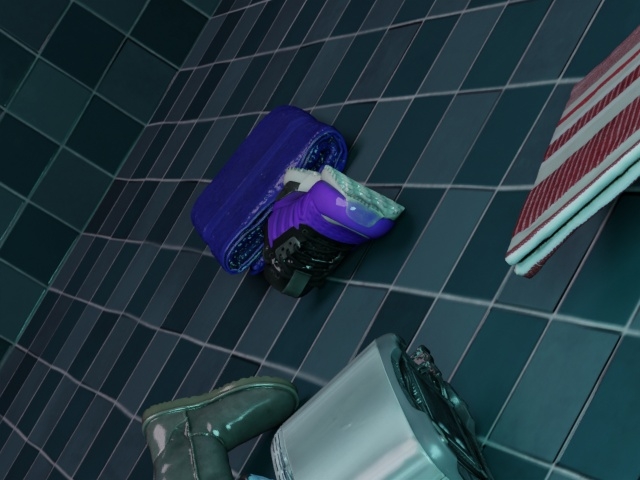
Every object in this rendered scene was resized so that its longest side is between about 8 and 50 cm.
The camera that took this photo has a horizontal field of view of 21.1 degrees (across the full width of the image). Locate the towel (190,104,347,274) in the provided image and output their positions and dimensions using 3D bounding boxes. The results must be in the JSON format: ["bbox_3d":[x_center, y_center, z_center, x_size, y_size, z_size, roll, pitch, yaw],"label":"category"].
[{"bbox_3d":[-0.066,-0.067,2.286,0.228,0.076,0.308,-50,17,1],"label":"towel"}]

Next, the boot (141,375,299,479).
[{"bbox_3d":[-0.098,0.250,1.790,0.189,0.076,0.208,-18,41,2],"label":"boot"}]

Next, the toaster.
[{"bbox_3d":[0.050,0.181,1.396,0.146,0.129,0.227,-39,31,10],"label":"toaster"}]

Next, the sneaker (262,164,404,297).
[{"bbox_3d":[0.001,0.000,1.956,0.146,0.102,0.293,-63,13,-4],"label":"sneaker"}]

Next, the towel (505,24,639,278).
[{"bbox_3d":[0.268,-0.118,1.413,0.237,0.037,0.329,-45,8,36],"label":"towel"}]

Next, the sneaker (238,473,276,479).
[{"bbox_3d":[-0.082,0.302,1.686,0.063,0.073,0.162,-35,29,50],"label":"sneaker"}]
